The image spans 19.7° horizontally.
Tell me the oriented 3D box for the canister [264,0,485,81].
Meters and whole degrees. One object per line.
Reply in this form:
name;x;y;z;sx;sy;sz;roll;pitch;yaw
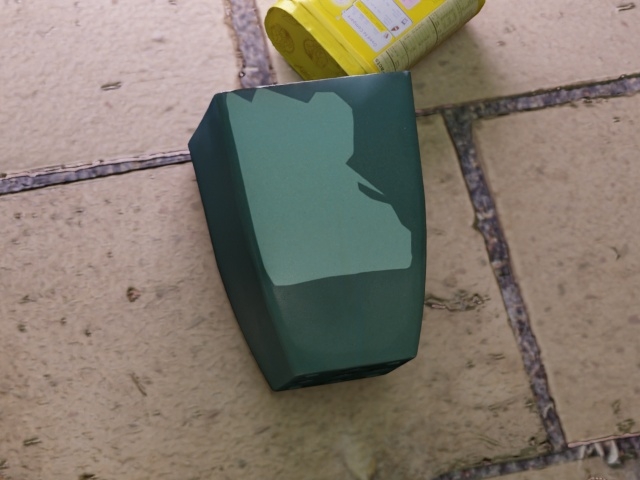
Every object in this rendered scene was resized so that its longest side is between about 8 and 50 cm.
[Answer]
canister;0.053;-0.208;1.671;0.170;0.073;0.126;-40;82;-23

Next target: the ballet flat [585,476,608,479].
ballet flat;0.253;0.293;1.531;0.073;0.067;0.206;-3;71;-11

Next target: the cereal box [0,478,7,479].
cereal box;-0.203;0.314;1.400;0.173;0.047;0.240;19;63;-41

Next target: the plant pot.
plant pot;0.000;0.000;1.542;0.166;0.165;0.234;-8;80;-14
